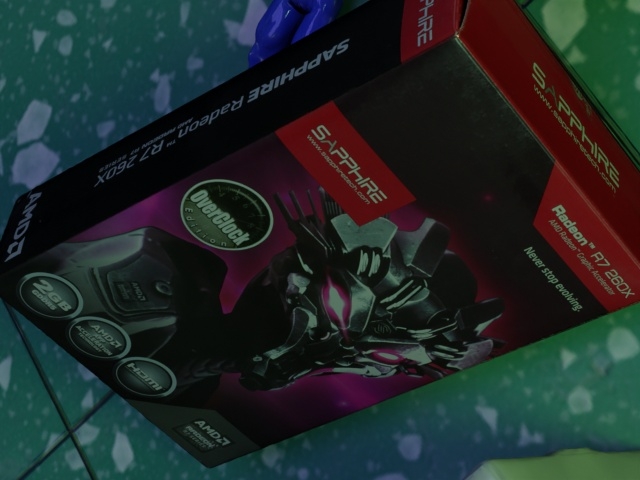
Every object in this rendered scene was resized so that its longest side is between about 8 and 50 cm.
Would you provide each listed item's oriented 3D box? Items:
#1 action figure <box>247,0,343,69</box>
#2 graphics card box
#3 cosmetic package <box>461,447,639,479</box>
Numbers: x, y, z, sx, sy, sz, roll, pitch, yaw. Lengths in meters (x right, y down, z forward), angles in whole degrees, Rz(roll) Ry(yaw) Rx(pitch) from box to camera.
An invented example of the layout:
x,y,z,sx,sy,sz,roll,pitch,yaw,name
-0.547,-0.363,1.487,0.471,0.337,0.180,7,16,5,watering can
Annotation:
x,y,z,sx,sy,sz,roll,pitch,yaw,name
-0.027,-0.174,0.986,0.091,0.139,0.280,31,99,32,action figure
0.000,0.000,0.885,0.371,0.233,0.094,-24,37,29,graphics card box
0.217,0.329,0.705,0.161,0.230,0.453,-47,61,20,cosmetic package
